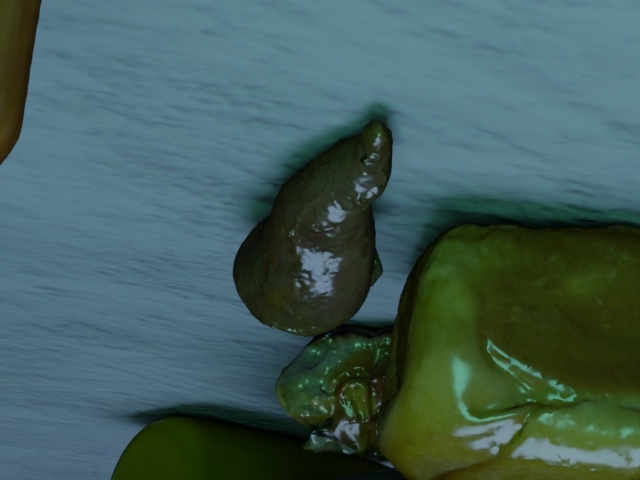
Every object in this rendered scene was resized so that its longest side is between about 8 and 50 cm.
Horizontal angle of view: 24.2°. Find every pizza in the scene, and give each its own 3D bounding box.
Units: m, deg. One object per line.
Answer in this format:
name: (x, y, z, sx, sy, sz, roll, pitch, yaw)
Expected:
pizza: (0.111, 0.119, 0.970, 0.306, 0.085, 0.161, 12, 161, -25)

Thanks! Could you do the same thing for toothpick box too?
toothpick box: (-0.037, 0.255, 1.304, 0.271, 0.175, 0.175, 15, 160, -35)

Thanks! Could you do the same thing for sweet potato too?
sweet potato: (-0.001, 0.007, 0.682, 0.068, 0.068, 0.226, 8, 162, -9)

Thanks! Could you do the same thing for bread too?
bread: (0.178, 0.074, 0.736, 0.294, 0.132, 0.167, 8, 156, -2)

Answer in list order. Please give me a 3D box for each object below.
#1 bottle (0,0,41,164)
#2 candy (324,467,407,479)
bottle: (-0.102, -0.042, 0.351, 0.069, 0.187, 0.069, 7, 164, 2)
candy: (0.122, 0.247, 1.061, 0.386, 0.186, 0.427, -4, -174, -12)
